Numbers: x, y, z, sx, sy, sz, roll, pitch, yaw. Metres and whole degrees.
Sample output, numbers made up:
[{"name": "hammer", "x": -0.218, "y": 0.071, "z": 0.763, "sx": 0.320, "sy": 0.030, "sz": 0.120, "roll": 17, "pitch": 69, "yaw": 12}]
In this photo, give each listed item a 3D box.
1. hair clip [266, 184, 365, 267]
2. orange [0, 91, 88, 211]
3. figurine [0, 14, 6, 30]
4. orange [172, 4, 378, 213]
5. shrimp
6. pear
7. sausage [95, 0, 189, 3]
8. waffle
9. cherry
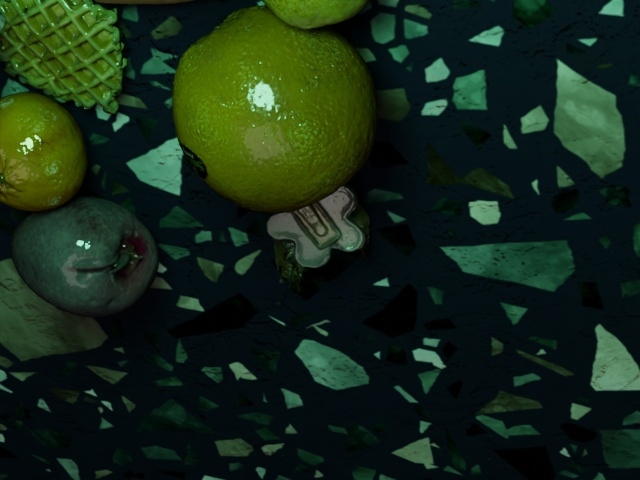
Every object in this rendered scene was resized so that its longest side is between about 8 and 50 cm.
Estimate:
[{"name": "hair clip", "x": -0.039, "y": -0.075, "z": 2.088, "sx": 0.146, "sy": 0.075, "sz": 0.257, "roll": -34, "pitch": 111, "yaw": 12}, {"name": "orange", "x": -0.425, "y": -0.127, "z": 2.114, "sx": 0.177, "sy": 0.155, "sz": 0.178, "roll": 27, "pitch": 128, "yaw": 42}, {"name": "figurine", "x": -0.611, "y": -0.301, "z": 1.911, "sx": 0.361, "sy": 0.253, "sz": 0.211, "roll": 13, "pitch": 128, "yaw": 39}, {"name": "orange", "x": -0.061, "y": -0.173, "z": 1.897, "sx": 0.274, "sy": 0.274, "sz": 0.274, "roll": 8, "pitch": 134, "yaw": 9}, {"name": "shrimp", "x": 0.000, "y": 0.000, "z": 2.189, "sx": 0.150, "sy": 0.051, "sz": 0.217, "roll": 8, "pitch": 130, "yaw": 1}, {"name": "pear", "x": -0.009, "y": -0.352, "z": 1.780, "sx": 0.178, "sy": 0.178, "sz": 0.178, "roll": 8, "pitch": 134, "yaw": 9}, {"name": "sausage", "x": -0.219, "y": -0.346, "z": 1.918, "sx": 0.169, "sy": 0.065, "sz": 0.065, "roll": 2, "pitch": 133, "yaw": 15}, {"name": "waffle", "x": -0.367, "y": -0.277, "z": 2.032, "sx": 0.207, "sy": 0.054, "sz": 0.214, "roll": 18, "pitch": 138, "yaw": 4}, {"name": "cherry", "x": -0.358, "y": 0.024, "z": 2.217, "sx": 0.266, "sy": 0.184, "sz": 0.213, "roll": 16, "pitch": 166, "yaw": 35}]
